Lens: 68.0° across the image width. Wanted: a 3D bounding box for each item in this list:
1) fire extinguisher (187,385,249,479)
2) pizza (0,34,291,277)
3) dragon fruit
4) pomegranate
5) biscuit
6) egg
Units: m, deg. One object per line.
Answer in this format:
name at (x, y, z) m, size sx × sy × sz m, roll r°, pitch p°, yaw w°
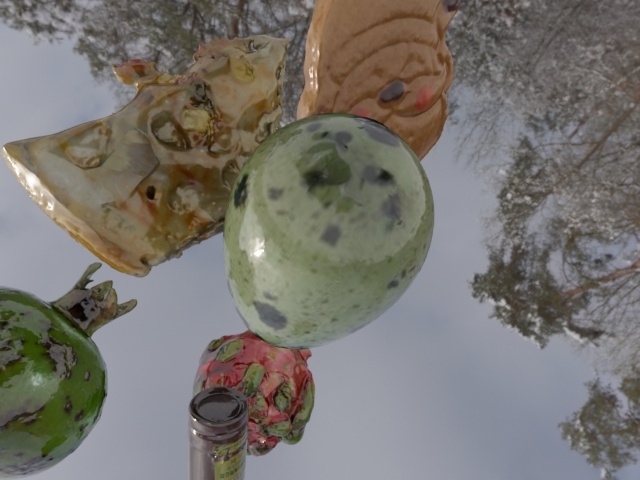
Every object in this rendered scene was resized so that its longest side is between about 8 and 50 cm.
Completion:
fire extinguisher at (-0.149, 0.313, 0.628) m, size 0.106 × 0.252 × 0.075 m, roll 18°, pitch -157°, yaw 31°
pizza at (-0.123, -0.099, 0.462) m, size 0.297 × 0.071 × 0.189 m, roll -38°, pitch -83°, yaw -23°
dragon fruit at (-0.125, 0.291, 0.932) m, size 0.231 × 0.303 × 0.237 m, roll -8°, pitch -98°, yaw -1°
pomegranate at (-0.318, 0.129, 0.513) m, size 0.211 × 0.211 × 0.263 m, roll 31°, pitch -121°, yaw 12°
biscuit at (0.111, -0.271, 0.855) m, size 0.349 × 0.456 × 0.078 m, roll -22°, pitch -141°, yaw -24°
egg at (0.000, 0.000, 0.423) m, size 0.177 × 0.228 × 0.177 m, roll 21°, pitch -155°, yaw -11°
